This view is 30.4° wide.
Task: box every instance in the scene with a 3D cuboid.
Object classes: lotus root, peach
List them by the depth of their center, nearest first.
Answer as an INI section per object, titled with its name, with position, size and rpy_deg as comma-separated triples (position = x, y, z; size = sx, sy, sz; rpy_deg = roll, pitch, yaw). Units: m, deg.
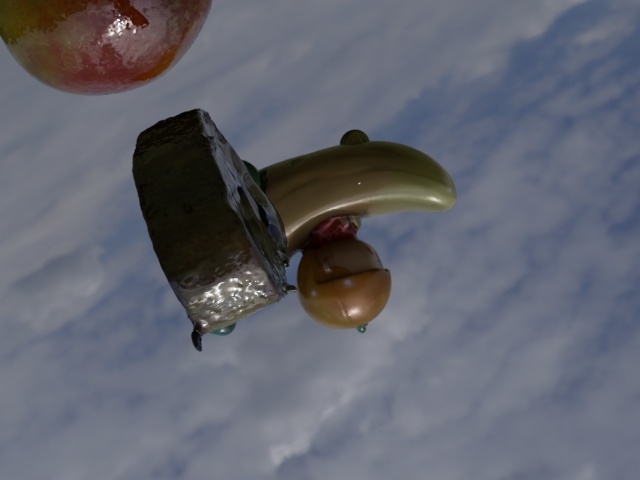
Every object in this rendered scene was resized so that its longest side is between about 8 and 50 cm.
[lotus root]
position = -0.083, -0.019, 0.931
size = 0.074, 0.170, 0.261
rpy_deg = -27, -164, 6
[peach]
position = -0.214, -0.260, 1.161
size = 0.231, 0.231, 0.231
rpy_deg = -24, -159, 10

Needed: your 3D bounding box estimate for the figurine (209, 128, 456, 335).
[figurine]
position = 0.000, 0.000, 1.330
size = 0.324, 0.222, 0.124
rpy_deg = -17, 170, 7
